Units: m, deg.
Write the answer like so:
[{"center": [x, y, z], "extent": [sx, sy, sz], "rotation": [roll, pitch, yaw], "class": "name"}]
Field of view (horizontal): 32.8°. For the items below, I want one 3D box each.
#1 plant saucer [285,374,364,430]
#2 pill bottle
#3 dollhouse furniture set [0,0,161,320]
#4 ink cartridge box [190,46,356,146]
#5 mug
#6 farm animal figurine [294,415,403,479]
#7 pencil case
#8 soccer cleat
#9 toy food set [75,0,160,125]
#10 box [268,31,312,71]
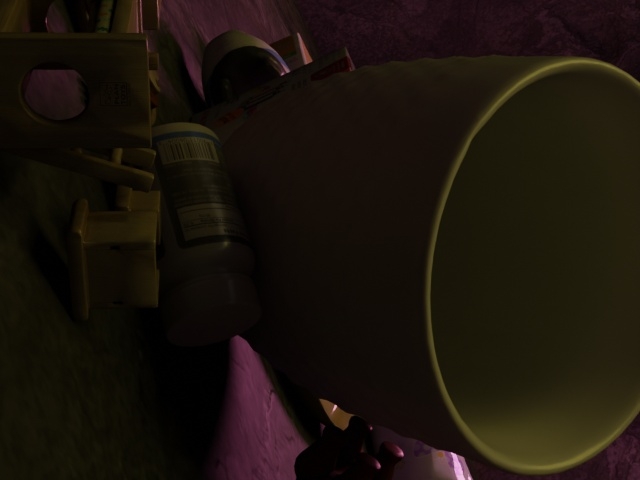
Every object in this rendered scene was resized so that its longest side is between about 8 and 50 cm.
[{"center": [-0.004, 0.087, 1.131], "extent": [0.241, 0.037, 0.241], "rotation": [-14, 90, -74], "class": "plant saucer"}, {"center": [-0.089, -0.003, 0.733], "extent": [0.078, 0.078, 0.137], "rotation": [53, 18, -66], "class": "pill bottle"}, {"center": [-0.143, -0.071, 0.618], "extent": [0.182, 0.101, 0.161], "rotation": [-101, -168, -59], "class": "dollhouse furniture set"}, {"center": [-0.028, -0.088, 1.058], "extent": [0.128, 0.176, 0.127], "rotation": [-94, 158, -70], "class": "ink cartridge box"}, {"center": [0.099, -0.009, 0.854], "extent": [0.328, 0.374, 0.276], "rotation": [10, -71, 50], "class": "mug"}, {"center": [0.098, 0.293, 0.757], "extent": [0.330, 0.172, 0.327], "rotation": [29, 13, -5], "class": "farm animal figurine"}, {"center": [0.132, 0.279, 1.383], "extent": [0.113, 0.124, 0.273], "rotation": [50, 17, -43], "class": "pencil case"}, {"center": [-0.040, -0.092, 1.234], "extent": [0.143, 0.116, 0.331], "rotation": [-120, -173, -60], "class": "soccer cleat"}, {"center": [-0.152, -0.153, 0.854], "extent": [0.132, 0.039, 0.192], "rotation": [58, 13, -57], "class": "toy food set"}, {"center": [-0.036, -0.152, 1.431], "extent": [0.103, 0.114, 0.203], "rotation": [-102, 168, -48], "class": "box"}]
